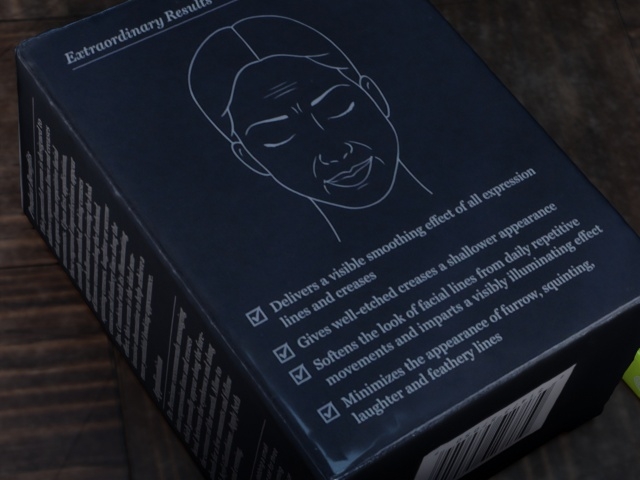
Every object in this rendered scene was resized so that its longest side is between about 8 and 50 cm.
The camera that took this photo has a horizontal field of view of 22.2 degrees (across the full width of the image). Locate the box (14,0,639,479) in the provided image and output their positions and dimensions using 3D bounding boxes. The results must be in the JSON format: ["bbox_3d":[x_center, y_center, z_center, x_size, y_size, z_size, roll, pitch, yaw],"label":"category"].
[{"bbox_3d":[0.000,0.000,1.190,0.293,0.212,0.395,-27,65,-24],"label":"box"}]

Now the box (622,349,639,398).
[{"bbox_3d":[0.317,0.120,1.263,0.109,0.042,0.178,-27,65,-24],"label":"box"}]
